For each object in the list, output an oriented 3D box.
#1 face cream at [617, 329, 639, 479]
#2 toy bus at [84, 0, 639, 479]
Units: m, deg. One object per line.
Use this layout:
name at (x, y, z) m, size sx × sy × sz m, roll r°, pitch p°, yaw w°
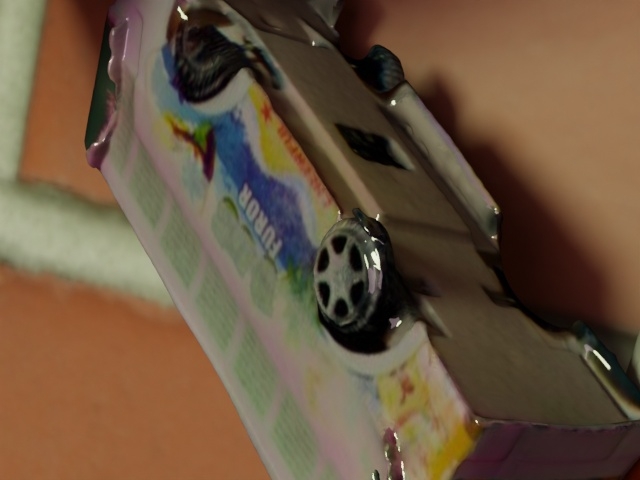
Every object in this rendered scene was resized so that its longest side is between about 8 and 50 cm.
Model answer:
face cream at (0.149, 0.048, 0.611) m, size 0.096 × 0.096 × 0.214 m, roll 21°, pitch 100°, yaw 28°
toy bus at (0.000, 0.000, 0.659) m, size 0.274 × 0.090 × 0.112 m, roll 57°, pitch 130°, yaw 40°
